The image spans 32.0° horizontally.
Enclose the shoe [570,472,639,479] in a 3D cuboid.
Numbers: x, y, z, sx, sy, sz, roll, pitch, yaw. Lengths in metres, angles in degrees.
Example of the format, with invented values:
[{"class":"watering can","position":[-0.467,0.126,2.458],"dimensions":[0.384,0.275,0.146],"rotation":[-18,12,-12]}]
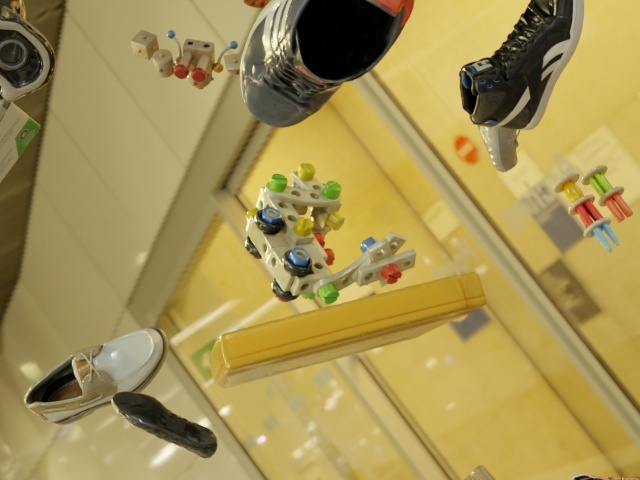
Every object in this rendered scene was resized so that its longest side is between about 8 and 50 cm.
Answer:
[{"class":"shoe","position":[0.348,0.299,1.282],"dimensions":[0.178,0.081,0.063],"rotation":[-35,29,35]}]

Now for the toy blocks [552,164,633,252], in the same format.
[{"class":"toy blocks","position":[0.484,-0.052,1.910],"dimensions":[0.123,0.148,0.054],"rotation":[-14,-28,-30]}]

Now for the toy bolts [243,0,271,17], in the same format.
[{"class":"toy bolts","position":[-0.019,-0.417,1.953],"dimensions":[0.218,0.158,0.228],"rotation":[-13,-16,3]}]

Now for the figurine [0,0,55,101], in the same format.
[{"class":"figurine","position":[-0.404,-0.186,1.265],"dimensions":[0.215,0.092,0.209],"rotation":[-44,31,5]}]

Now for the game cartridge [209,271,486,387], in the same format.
[{"class":"game cartridge","position":[0.018,0.109,1.283],"dimensions":[0.285,0.053,0.324],"rotation":[-14,-6,-9]}]

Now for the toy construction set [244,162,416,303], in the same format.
[{"class":"toy construction set","position":[0.000,0.000,1.829],"dimensions":[0.215,0.327,0.151],"rotation":[-6,-60,-34]}]

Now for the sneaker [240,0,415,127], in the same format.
[{"class":"sneaker","position":[-0.007,-0.208,1.236],"dimensions":[0.350,0.131,0.148],"rotation":[-50,21,51]}]

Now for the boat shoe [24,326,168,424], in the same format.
[{"class":"boat shoe","position":[-0.426,0.258,2.119],"dimensions":[0.302,0.113,0.103],"rotation":[-35,-30,14]}]

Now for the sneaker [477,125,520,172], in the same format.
[{"class":"sneaker","position":[0.365,-0.232,2.150],"dimensions":[0.115,0.105,0.281],"rotation":[-18,-34,4]}]

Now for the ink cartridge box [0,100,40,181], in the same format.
[{"class":"ink cartridge box","position":[-0.647,-0.216,2.096],"dimensions":[0.153,0.087,0.208],"rotation":[-55,-26,-9]}]

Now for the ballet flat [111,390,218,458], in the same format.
[{"class":"ballet flat","position":[-0.231,0.272,1.629],"dimensions":[0.057,0.173,0.049],"rotation":[-54,-14,-47]}]

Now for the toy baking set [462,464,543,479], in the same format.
[{"class":"toy baking set","position":[0.178,0.366,1.170],"dimensions":[0.196,0.256,0.030],"rotation":[-21,-4,18]}]

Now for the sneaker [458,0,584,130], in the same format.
[{"class":"sneaker","position":[0.241,-0.232,1.384],"dimensions":[0.121,0.079,0.217],"rotation":[-3,-55,-25]}]

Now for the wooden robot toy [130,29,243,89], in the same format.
[{"class":"wooden robot toy","position":[-0.183,-0.240,1.580],"dimensions":[0.079,0.173,0.076],"rotation":[90,-167,-53]}]
